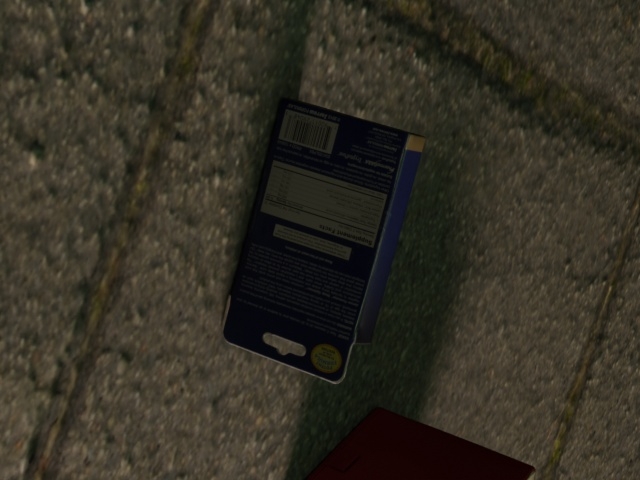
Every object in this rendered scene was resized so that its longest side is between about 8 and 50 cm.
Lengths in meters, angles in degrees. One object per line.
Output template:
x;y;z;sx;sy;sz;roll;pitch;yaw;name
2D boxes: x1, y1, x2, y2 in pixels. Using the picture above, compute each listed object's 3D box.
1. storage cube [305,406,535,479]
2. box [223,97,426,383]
0.095;0.314;1.918;0.215;0.193;0.183;-40;137;-40;storage cube
0.000;0.000;1.659;0.036;0.136;0.225;7;100;-59;box
